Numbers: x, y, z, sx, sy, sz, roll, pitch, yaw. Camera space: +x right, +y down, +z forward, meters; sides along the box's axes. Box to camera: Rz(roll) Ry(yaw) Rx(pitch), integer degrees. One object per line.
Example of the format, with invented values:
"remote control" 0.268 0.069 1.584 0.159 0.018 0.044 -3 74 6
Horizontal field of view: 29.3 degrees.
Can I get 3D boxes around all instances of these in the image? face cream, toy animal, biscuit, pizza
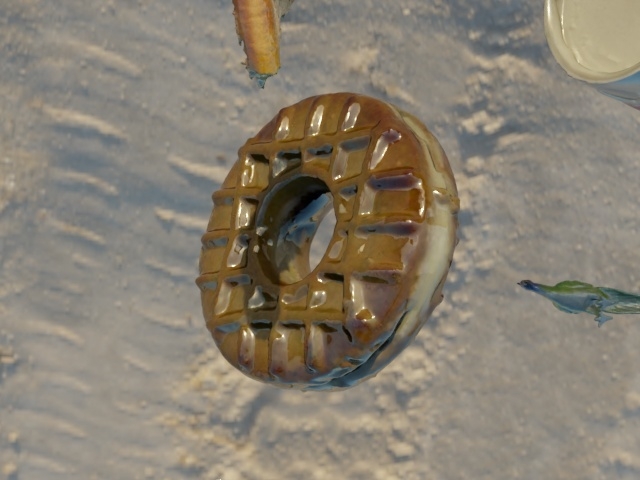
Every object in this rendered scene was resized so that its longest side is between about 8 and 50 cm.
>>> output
"face cream" 0.314 -0.190 1.043 0.194 0.175 0.175 10 134 -37
"toy animal" 0.343 0.076 1.449 0.216 0.075 0.041 8 103 -8
"biscuit" 0.000 0.000 1.270 0.332 0.332 0.103 -39 141 27
"pizza" -0.035 -0.216 0.980 0.052 0.195 0.185 -2 99 9

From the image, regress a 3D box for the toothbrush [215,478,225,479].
"toothbrush" -0.090 0.316 1.570 0.097 0.006 0.008 6 136 17
